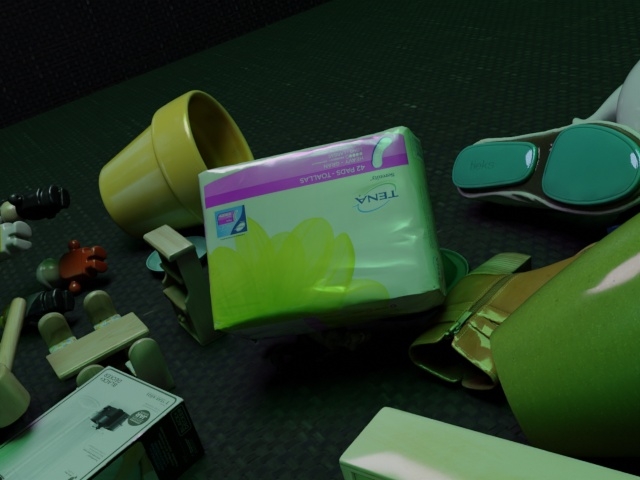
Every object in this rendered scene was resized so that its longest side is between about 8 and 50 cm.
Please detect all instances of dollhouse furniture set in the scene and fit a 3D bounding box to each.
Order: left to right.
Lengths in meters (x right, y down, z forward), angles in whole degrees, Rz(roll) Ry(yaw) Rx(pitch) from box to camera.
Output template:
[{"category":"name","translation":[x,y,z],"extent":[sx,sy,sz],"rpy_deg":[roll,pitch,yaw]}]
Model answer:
[{"category":"dollhouse furniture set","translation":[-0.283,0.110,1.200],"extent":[0.242,0.161,0.212],"rpy_deg":[-28,29,-22]}]

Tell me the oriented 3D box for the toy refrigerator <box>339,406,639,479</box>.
[{"category":"toy refrigerator","translation":[0.154,0.248,0.757],"extent":[0.269,0.102,0.094],"rpy_deg":[8,36,39]}]

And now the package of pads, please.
[{"category":"package of pads","translation":[0.000,0.000,1.057],"extent":[0.297,0.229,0.101],"rpy_deg":[-12,-17,13]}]

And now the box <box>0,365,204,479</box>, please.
[{"category":"box","translation":[-0.302,0.282,0.965],"extent":[0.169,0.087,0.290],"rpy_deg":[10,37,42]}]

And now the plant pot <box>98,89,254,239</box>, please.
[{"category":"plant pot","translation":[-0.276,-0.121,1.578],"extent":[0.239,0.254,0.254],"rpy_deg":[-25,23,19]}]

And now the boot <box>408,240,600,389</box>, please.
[{"category":"boot","translation":[0.259,0.092,0.985],"extent":[0.283,0.109,0.220],"rpy_deg":[7,34,43]}]

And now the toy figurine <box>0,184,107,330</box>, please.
[{"category":"toy figurine","translation":[-0.499,0.030,1.426],"extent":[0.148,0.213,0.209],"rpy_deg":[-16,28,23]}]

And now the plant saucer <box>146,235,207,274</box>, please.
[{"category":"plant saucer","translation":[-0.253,0.031,1.490],"extent":[0.119,0.021,0.119],"rpy_deg":[-12,27,6]}]

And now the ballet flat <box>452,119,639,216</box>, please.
[{"category":"ballet flat","translation":[0.361,-0.096,1.220],"extent":[0.139,0.139,0.400],"rpy_deg":[-29,17,-24]}]

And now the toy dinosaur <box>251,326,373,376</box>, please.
[{"category":"toy dinosaur","translation":[-0.032,0.124,1.152],"extent":[0.118,0.064,0.268],"rpy_deg":[-22,24,-25]}]

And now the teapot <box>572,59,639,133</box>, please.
[{"category":"teapot","translation":[0.520,-0.138,1.173],"extent":[0.252,0.187,0.256],"rpy_deg":[30,17,-4]}]

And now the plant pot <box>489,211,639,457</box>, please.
[{"category":"plant pot","translation":[0.330,0.100,0.814],"extent":[0.293,0.275,0.275],"rpy_deg":[-26,23,19]}]

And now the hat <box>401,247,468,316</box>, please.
[{"category":"hat","translation":[0.099,-0.007,1.182],"extent":[0.173,0.183,0.208],"rpy_deg":[8,36,43]}]

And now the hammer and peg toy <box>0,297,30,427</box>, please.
[{"category":"hammer and peg toy","translation":[-0.505,0.229,1.089],"extent":[0.361,0.127,0.266],"rpy_deg":[-20,25,14]}]

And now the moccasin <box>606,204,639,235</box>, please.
[{"category":"moccasin","translation":[0.522,-0.016,1.010],"extent":[0.117,0.137,0.342],"rpy_deg":[-41,36,-27]}]
